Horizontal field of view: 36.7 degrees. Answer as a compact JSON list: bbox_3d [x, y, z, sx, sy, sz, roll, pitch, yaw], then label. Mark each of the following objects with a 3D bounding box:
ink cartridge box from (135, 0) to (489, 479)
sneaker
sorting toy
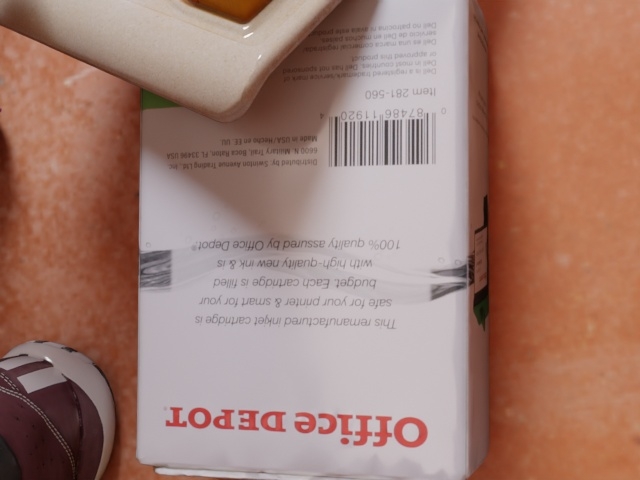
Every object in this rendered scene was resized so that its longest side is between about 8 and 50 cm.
[{"bbox_3d":[0.000,0.000,0.473,0.160,0.092,0.220,0,88,17],"label":"ink cartridge box"},{"bbox_3d":[-0.195,0.192,0.486,0.106,0.162,0.282,6,89,17],"label":"sneaker"},{"bbox_3d":[-0.049,-0.166,0.463,0.193,0.038,0.208,26,68,30],"label":"sorting toy"}]
